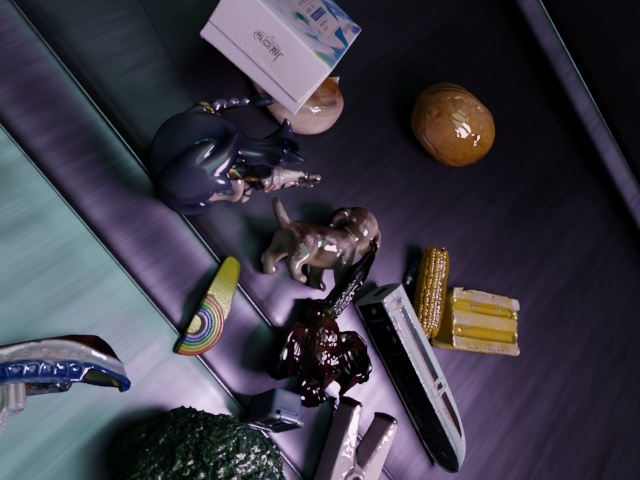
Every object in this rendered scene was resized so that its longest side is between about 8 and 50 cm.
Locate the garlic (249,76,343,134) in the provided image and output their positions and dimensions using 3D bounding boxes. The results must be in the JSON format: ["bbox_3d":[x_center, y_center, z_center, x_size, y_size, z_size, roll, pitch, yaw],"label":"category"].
[{"bbox_3d":[-0.044,-0.273,1.070,0.198,0.090,0.129,-8,70,-29],"label":"garlic"}]

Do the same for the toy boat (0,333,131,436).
[{"bbox_3d":[-0.386,0.197,0.727,0.261,0.114,0.115,-6,72,-38],"label":"toy boat"}]

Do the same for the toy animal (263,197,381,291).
[{"bbox_3d":[0.006,0.015,1.021,0.233,0.121,0.169,5,91,-35],"label":"toy animal"}]

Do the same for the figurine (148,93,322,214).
[{"bbox_3d":[-0.147,-0.134,0.910,0.264,0.175,0.197,-21,67,-36],"label":"figurine"}]

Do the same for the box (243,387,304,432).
[{"bbox_3d":[-0.077,0.289,0.935,0.074,0.099,0.054,28,53,-26],"label":"box"}]

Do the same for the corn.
[{"bbox_3d":[0.235,0.113,1.178,0.068,0.068,0.208,13,83,-31],"label":"corn"}]

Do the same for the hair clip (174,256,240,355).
[{"bbox_3d":[-0.179,0.113,0.933,0.060,0.033,0.189,34,65,-28],"label":"hair clip"}]

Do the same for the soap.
[{"bbox_3d":[0.354,0.186,1.250,0.233,0.076,0.135,12,76,-32],"label":"soap"}]

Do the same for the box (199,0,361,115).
[{"bbox_3d":[-0.056,-0.373,0.972,0.203,0.116,0.274,40,35,-11],"label":"box"}]

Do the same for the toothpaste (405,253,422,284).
[{"bbox_3d":[0.207,0.064,1.207,0.027,0.019,0.083,39,57,-7],"label":"toothpaste"}]

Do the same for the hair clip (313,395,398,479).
[{"bbox_3d":[0.034,0.457,0.985,0.101,0.085,0.331,29,73,-24],"label":"hair clip"}]

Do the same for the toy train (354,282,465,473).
[{"bbox_3d":[0.206,0.284,1.131,0.088,0.086,0.407,-32,100,-39],"label":"toy train"}]

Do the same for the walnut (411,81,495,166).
[{"bbox_3d":[0.296,-0.260,1.240,0.207,0.167,0.167,34,65,-22],"label":"walnut"}]

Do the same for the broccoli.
[{"bbox_3d":[-0.183,0.380,0.781,0.297,0.297,0.297,23,108,-29],"label":"broccoli"}]

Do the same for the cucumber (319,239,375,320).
[{"bbox_3d":[0.059,0.069,0.969,0.043,0.039,0.163,33,64,19],"label":"cucumber"}]

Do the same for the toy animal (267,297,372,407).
[{"bbox_3d":[-0.008,0.201,1.008,0.218,0.116,0.180,10,51,-32],"label":"toy animal"}]
